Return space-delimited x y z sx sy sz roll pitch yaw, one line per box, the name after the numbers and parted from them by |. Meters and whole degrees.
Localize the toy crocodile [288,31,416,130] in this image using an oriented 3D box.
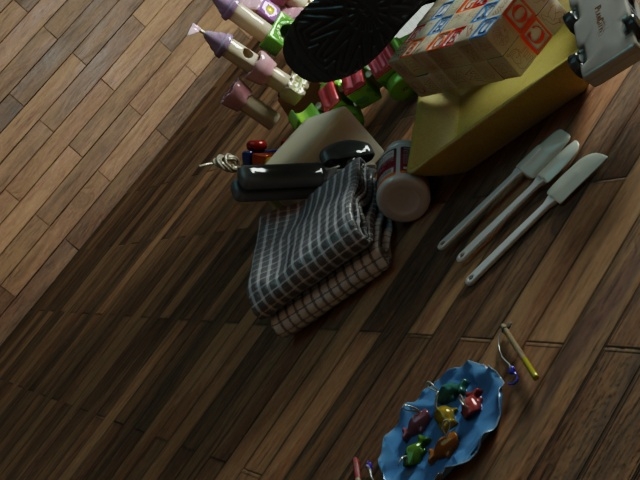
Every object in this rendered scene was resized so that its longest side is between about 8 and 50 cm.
0.088 -0.310 2.052 0.341 0.105 0.115 -32 55 20 | toy crocodile

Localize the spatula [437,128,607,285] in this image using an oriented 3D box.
0.265 -0.048 1.405 0.242 0.019 0.168 -46 25 7 | spatula

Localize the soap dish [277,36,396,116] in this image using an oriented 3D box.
0.028 -0.378 2.303 0.229 0.118 0.291 -61 16 -14 | soap dish

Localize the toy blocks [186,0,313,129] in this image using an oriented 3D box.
-0.102 -0.447 2.125 0.309 0.260 0.288 -35 26 52 | toy blocks

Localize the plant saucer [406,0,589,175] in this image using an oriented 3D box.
0.295 -0.252 1.633 0.333 0.081 0.332 -36 22 30 | plant saucer

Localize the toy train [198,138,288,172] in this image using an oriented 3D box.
-0.098 -0.149 2.064 0.248 0.105 0.143 -7 6 -38 | toy train

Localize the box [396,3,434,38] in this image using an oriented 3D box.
0.185 -0.535 2.325 0.170 0.130 0.091 -48 19 -4 | box

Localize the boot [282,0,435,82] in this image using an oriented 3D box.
0.156 -0.465 1.946 0.367 0.146 0.445 -32 7 30 | boot

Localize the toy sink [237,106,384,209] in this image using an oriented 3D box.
-0.018 -0.117 1.945 0.234 0.131 0.153 -50 19 -23 | toy sink

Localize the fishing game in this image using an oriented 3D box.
0.127 0.205 1.168 0.264 0.041 0.189 -42 18 14 | fishing game

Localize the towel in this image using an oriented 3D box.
0.000 0.000 1.698 0.235 0.121 0.283 -38 21 21 | towel

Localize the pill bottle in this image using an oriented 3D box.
0.133 -0.100 1.667 0.086 0.086 0.152 -38 21 24 | pill bottle

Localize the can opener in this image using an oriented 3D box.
-0.027 -0.116 1.824 0.093 0.280 0.074 64 146 26 | can opener

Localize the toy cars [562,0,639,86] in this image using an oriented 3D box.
0.431 -0.242 1.279 0.176 0.087 0.394 -54 28 -2 | toy cars

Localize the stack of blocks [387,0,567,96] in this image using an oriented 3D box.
0.249 -0.328 1.625 0.171 0.087 0.297 -52 20 -14 | stack of blocks
